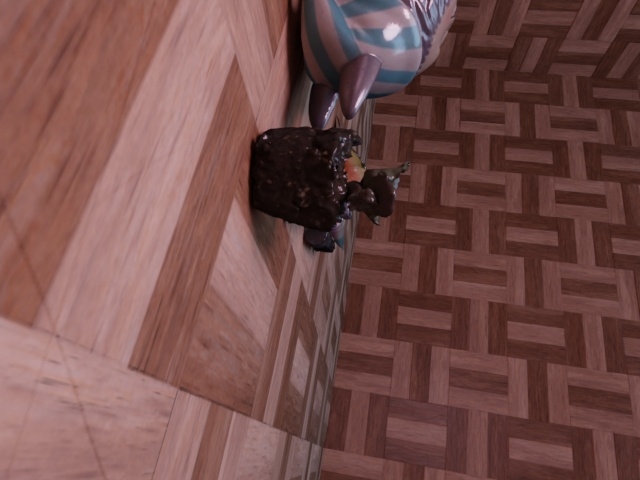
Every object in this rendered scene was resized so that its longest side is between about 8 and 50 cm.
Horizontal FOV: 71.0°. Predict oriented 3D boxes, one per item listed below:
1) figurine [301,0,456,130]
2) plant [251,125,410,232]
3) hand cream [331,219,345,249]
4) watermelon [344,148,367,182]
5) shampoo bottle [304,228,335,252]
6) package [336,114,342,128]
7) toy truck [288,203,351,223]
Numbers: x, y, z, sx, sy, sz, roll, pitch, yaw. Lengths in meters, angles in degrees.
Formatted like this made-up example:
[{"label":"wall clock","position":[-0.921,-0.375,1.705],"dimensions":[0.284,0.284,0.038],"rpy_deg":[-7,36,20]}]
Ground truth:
[{"label":"figurine","position":[0.086,-0.354,0.674],"dimensions":[0.361,0.266,0.378],"rpy_deg":[60,31,-60]},{"label":"plant","position":[0.012,-0.082,0.604],"dimensions":[0.142,0.203,0.131],"rpy_deg":[-79,180,-65]},{"label":"hand cream","position":[0.037,-0.045,1.343],"dimensions":[0.312,0.070,0.111],"rpy_deg":[70,-2,-79]},{"label":"watermelon","position":[0.042,-0.188,1.086],"dimensions":[0.137,0.193,0.145],"rpy_deg":[-10,111,-35]},{"label":"shampoo bottle","position":[0.000,-0.001,1.122],"dimensions":[0.208,0.063,0.057],"rpy_deg":[49,38,-77]},{"label":"package","position":[0.072,-0.217,1.332],"dimensions":[0.204,0.062,0.251],"rpy_deg":[71,22,-52]},{"label":"toy truck","position":[0.000,-0.093,0.859],"dimensions":[0.253,0.114,0.124],"rpy_deg":[-21,106,-82]}]
